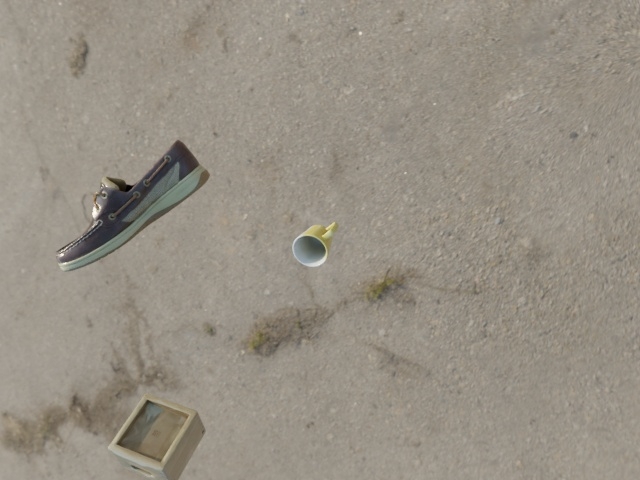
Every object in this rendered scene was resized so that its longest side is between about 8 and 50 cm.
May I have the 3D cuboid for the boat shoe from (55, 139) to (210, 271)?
[{"bbox_3d":[-0.389,-0.074,1.052,0.342,0.123,0.123,-35,109,-1],"label":"boat shoe"}]

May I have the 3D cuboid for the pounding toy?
[{"bbox_3d":[-0.289,0.345,0.942,0.141,0.130,0.100,12,135,18],"label":"pounding toy"}]

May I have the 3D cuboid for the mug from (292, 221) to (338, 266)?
[{"bbox_3d":[-0.001,0.003,0.919,0.078,0.064,0.062,-5,115,22],"label":"mug"}]
